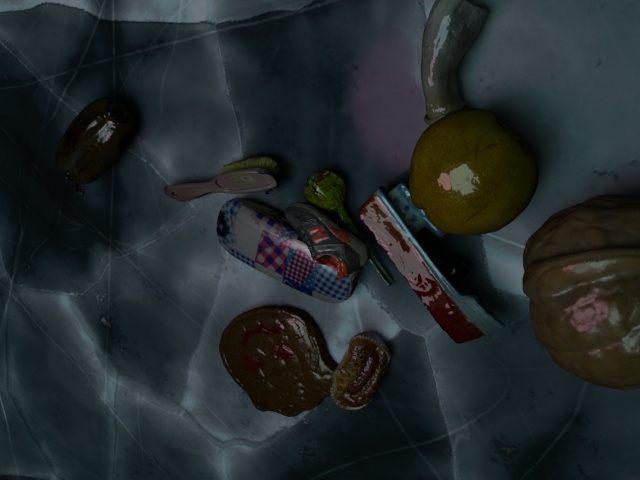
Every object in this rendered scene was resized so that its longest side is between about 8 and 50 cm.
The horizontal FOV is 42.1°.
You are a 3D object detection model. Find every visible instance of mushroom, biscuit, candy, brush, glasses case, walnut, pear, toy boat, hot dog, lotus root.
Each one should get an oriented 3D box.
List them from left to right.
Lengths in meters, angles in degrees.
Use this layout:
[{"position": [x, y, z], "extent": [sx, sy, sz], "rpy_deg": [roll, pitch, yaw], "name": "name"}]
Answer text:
[{"position": [-0.487, -0.215, 1.796], "extent": [0.124, 0.123, 0.241], "rpy_deg": [35, 126, -21], "name": "lotus root"}, {"position": [-0.202, -0.127, 1.704], "extent": [0.312, 0.067, 0.072], "rpy_deg": [-7, 143, 39], "name": "brush"}, {"position": [-0.096, 0.263, 1.803], "extent": [0.273, 0.049, 0.257], "rpy_deg": [-27, 94, 37], "name": "biscuit"}, {"position": [-0.070, 0.020, 1.667], "extent": [0.327, 0.076, 0.125], "rpy_deg": [26, 123, 21], "name": "glasses case"}, {"position": [0.061, -0.020, 1.591], "extent": [0.262, 0.073, 0.077], "rpy_deg": [54, 145, -7], "name": "candy"}, {"position": [0.078, 0.269, 1.684], "extent": [0.099, 0.053, 0.192], "rpy_deg": [22, 117, -1], "name": "hot dog"}, {"position": [0.211, 0.033, 1.476], "extent": [0.133, 0.145, 0.332], "rpy_deg": [-36, 90, 8], "name": "toy boat"}, {"position": [0.208, -0.294, 1.371], "extent": [0.081, 0.092, 0.223], "rpy_deg": [-126, 41, -60], "name": "mushroom"}, {"position": [0.241, -0.105, 1.351], "extent": [0.208, 0.209, 0.209], "rpy_deg": [12, 115, 27], "name": "pear"}, {"position": [0.455, 0.075, 1.265], "extent": [0.285, 0.285, 0.297], "rpy_deg": [-15, 65, 34], "name": "walnut"}]

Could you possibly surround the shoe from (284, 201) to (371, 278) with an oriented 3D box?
[{"position": [-0.001, -0.001, 1.557], "extent": [0.194, 0.077, 0.074], "rpy_deg": [35, 156, 19], "name": "shoe"}]
